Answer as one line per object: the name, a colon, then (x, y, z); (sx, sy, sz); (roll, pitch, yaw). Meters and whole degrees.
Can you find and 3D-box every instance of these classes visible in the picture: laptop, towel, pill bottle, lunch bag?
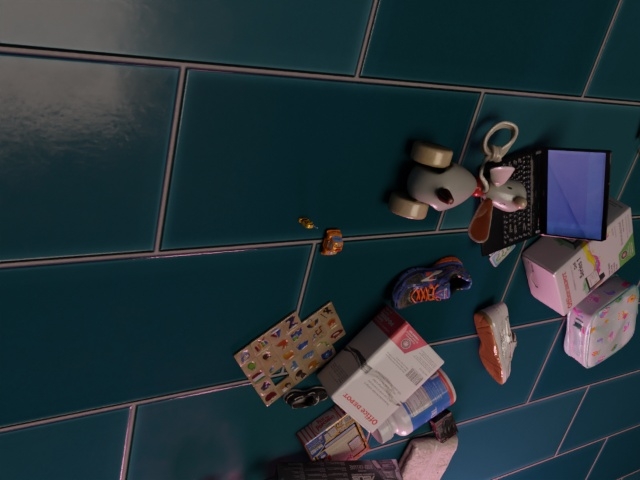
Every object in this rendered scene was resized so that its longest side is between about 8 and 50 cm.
laptop: (0.509, -0.081, 1.602); (0.265, 0.136, 0.234); (-19, 119, -19)
towel: (0.280, 0.688, 2.045); (0.187, 0.049, 0.282); (6, 114, -40)
pill bottle: (0.219, 0.411, 1.761); (0.222, 0.124, 0.124); (-29, 132, -17)
lunch bag: (0.843, 0.243, 2.123); (0.224, 0.108, 0.279); (-27, 131, -16)

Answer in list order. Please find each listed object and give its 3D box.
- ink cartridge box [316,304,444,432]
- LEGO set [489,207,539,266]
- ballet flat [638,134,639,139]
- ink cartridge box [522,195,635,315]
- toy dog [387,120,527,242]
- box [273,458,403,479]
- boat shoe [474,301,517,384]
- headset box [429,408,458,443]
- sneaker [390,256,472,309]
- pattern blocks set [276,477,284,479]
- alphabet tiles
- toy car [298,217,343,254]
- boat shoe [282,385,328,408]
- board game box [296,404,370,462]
ink cartridge box: (0.136, 0.295, 1.605); (0.237, 0.100, 0.172); (-44, 122, -2)
LEGO set: (0.499, -0.052, 1.710); (0.244, 0.060, 0.182); (-45, 139, -4)
ballet flat: (0.872, -0.261, 1.843); (0.070, 0.070, 0.188); (-42, 131, -6)
ink cartridge box: (0.688, 0.036, 1.863); (0.278, 0.117, 0.201); (-39, 134, -9)
toy dog: (0.309, -0.102, 1.435); (0.334, 0.161, 0.220); (-14, 122, -19)
box: (0.030, 0.653, 1.736); (0.308, 0.076, 0.242); (4, 122, -14)
boat shoe: (0.487, 0.278, 1.889); (0.096, 0.098, 0.277); (-31, 131, -15)
headset box: (0.346, 0.519, 1.978); (0.062, 0.032, 0.083); (-29, 112, -20)
sneaker: (0.256, 0.104, 1.609); (0.221, 0.087, 0.083); (-23, 129, -23)
pattern blocks set: (-0.209, 0.666, 1.627); (0.325, 0.026, 0.285); (-15, 124, -7)
alphabet tiles: (-0.055, 0.236, 1.523); (0.237, 0.009, 0.198); (-35, 133, -13)
toy car: (0.000, 0.000, 1.383); (0.122, 0.040, 0.060); (19, 106, -43)
boat shoe: (-0.027, 0.362, 1.606); (0.125, 0.038, 0.046); (10, 112, -40)
board game box: (0.035, 0.500, 1.739); (0.147, 0.045, 0.193); (-33, 133, -14)
